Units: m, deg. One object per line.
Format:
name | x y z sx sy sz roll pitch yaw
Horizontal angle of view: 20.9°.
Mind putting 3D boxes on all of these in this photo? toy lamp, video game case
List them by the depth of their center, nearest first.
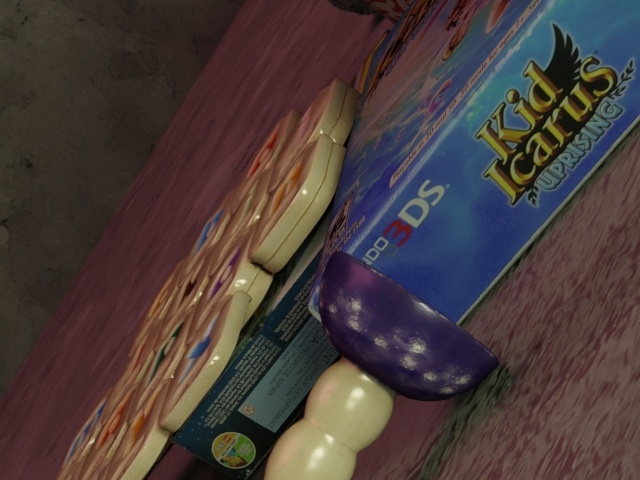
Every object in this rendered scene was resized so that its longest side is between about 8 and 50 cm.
toy lamp | -0.040 0.138 0.601 0.274 0.080 0.080 -55 10 -3
video game case | 0.102 -0.110 0.726 0.269 0.061 0.244 -51 11 29

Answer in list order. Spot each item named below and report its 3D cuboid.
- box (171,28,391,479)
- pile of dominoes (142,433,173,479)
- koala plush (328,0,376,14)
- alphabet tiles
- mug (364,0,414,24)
box | 0.000 0.000 0.913 0.159 0.044 0.233 -53 11 26
pile of dominoes | -0.171 0.186 1.169 0.251 0.040 0.196 -52 11 24
koala plush | 0.041 -0.328 1.390 0.196 0.203 0.221 -50 0 33
alphabet tiles | -0.067 0.049 0.895 0.284 0.021 0.278 -54 11 25
mug | 0.027 -0.205 1.063 0.113 0.169 0.150 -57 10 2
